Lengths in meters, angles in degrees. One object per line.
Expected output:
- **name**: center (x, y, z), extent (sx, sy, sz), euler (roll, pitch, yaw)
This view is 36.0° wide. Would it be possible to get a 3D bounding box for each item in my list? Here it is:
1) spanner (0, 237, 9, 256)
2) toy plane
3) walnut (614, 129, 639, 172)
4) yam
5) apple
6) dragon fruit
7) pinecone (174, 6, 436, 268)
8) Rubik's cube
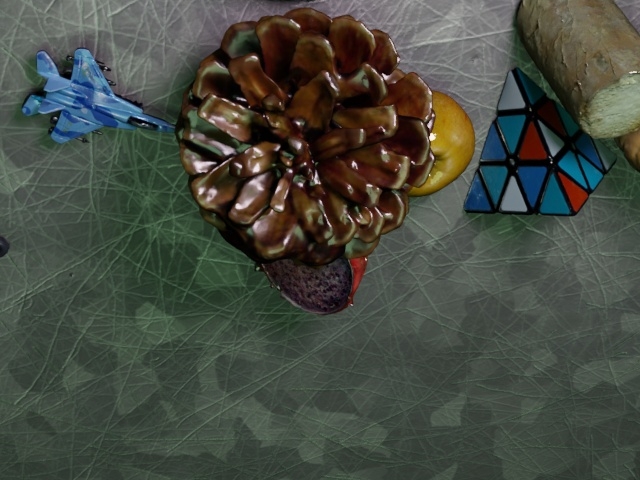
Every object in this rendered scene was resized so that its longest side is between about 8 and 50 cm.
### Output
- **spanner**: center (-0.656, -0.065, 1.644), extent (0.087, 0.024, 0.316), euler (-37, 122, 18)
- **toy plane**: center (-0.337, -0.213, 1.555), extent (0.246, 0.078, 0.169), euler (11, 121, -22)
- **walnut**: center (0.627, -0.211, 1.562), extent (0.285, 0.285, 0.296), euler (4, 150, -10)
- **yam**: center (0.416, -0.281, 1.507), extent (0.161, 0.268, 0.161), euler (-11, 138, -11)
- **apple**: center (0.163, -0.154, 1.608), extent (0.182, 0.155, 0.182), euler (-3, 121, -4)
- **dragon fruit**: center (0.003, 0.003, 1.704), extent (0.224, 0.148, 0.218), euler (8, 123, 38)
- **pinecone**: center (-0.026, -0.154, 1.427), extent (0.398, 0.397, 0.397), euler (-3, 124, -5)
- **Rubik's cube**: center (0.436, -0.122, 1.670), extent (0.234, 0.250, 0.284), euler (-4, 121, -28)
